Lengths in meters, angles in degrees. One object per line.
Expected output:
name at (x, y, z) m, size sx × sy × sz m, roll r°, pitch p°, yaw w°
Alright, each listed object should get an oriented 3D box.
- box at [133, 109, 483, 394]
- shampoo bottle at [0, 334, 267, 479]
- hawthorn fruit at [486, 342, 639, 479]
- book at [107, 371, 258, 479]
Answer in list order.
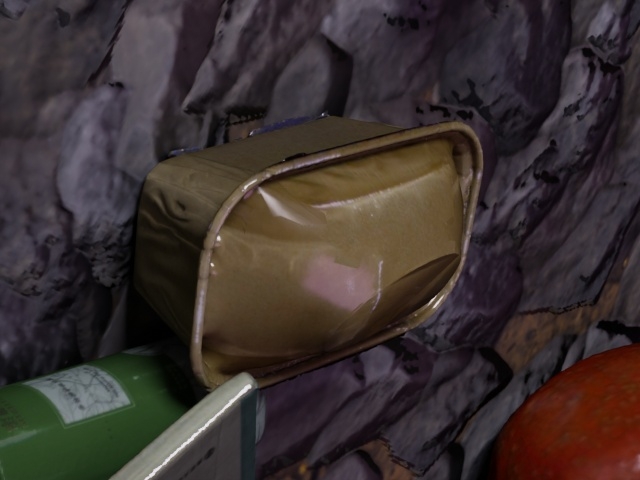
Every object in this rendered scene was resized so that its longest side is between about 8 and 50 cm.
box at (0.000, 0.000, 0.841) m, size 0.177 × 0.111 × 0.111 m, roll -19°, pitch 127°, yaw -45°
shampoo bottle at (-0.111, 0.084, 0.793) m, size 0.204 × 0.065 × 0.065 m, roll -15°, pitch 124°, yaw -48°
hawthorn fruit at (0.168, 0.158, 1.124) m, size 0.225 × 0.196 × 0.196 m, roll -13°, pitch 126°, yaw -18°
book at (-0.105, 0.197, 0.849) m, size 0.215 × 0.025 × 0.282 m, roll -40°, pitch 154°, yaw -27°
